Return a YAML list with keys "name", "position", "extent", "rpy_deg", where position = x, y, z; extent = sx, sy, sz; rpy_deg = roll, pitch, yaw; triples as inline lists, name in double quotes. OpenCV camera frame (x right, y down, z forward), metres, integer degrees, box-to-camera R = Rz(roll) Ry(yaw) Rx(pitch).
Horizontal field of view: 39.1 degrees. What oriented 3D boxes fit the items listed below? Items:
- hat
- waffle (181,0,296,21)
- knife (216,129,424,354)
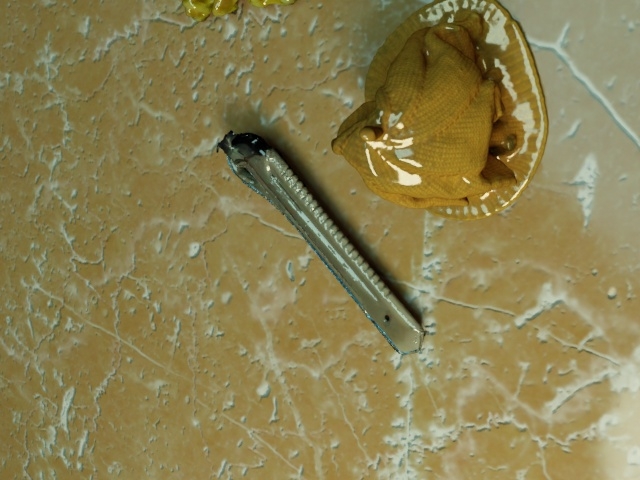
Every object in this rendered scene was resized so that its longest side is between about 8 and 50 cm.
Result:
- name: "hat"
  position: [0.100, -0.128, 0.927]
  extent: [0.233, 0.233, 0.244]
  rpy_deg: [37, 117, 17]
- name: "waffle"
  position: [-0.117, -0.416, 1.088]
  extent: [0.283, 0.065, 0.309]
  rpy_deg: [-27, 86, 30]
- name: "knife"
  position: [0.004, -0.004, 1.122]
  extent: [0.365, 0.043, 0.089]
  rpy_deg: [48, 152, 10]
